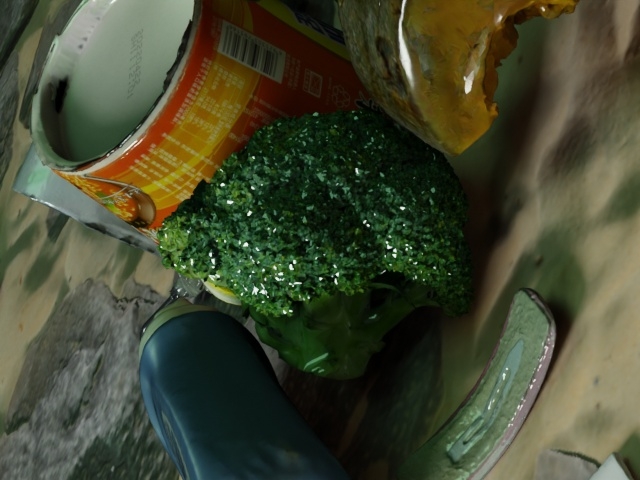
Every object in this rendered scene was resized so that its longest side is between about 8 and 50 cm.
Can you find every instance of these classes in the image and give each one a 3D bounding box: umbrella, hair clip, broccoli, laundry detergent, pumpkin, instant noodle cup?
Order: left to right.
[{"bbox_3d":[-0.075,-0.084,1.253,0.213,0.174,0.213,-28,47,35],"label":"instant noodle cup"},{"bbox_3d":[-0.061,-0.016,1.363,0.269,0.044,0.044,-50,58,26],"label":"umbrella"},{"bbox_3d":[-0.044,0.121,1.117,0.094,0.143,0.290,-27,28,-3],"label":"laundry detergent"},{"bbox_3d":[0.000,0.000,1.106,0.195,0.195,0.156,-134,51,-62],"label":"broccoli"},{"bbox_3d":[0.087,0.089,1.018,0.137,0.022,0.054,-59,28,14],"label":"hair clip"},{"bbox_3d":[0.109,-0.168,1.028,0.248,0.126,0.131,-41,20,10],"label":"pumpkin"}]

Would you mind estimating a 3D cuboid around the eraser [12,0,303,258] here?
[{"bbox_3d":[-0.116,-0.108,1.399,0.081,0.174,0.227,21,86,36],"label":"eraser"}]

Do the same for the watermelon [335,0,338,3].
[{"bbox_3d":[0.053,-0.311,1.244,0.331,0.189,0.331,-43,29,32],"label":"watermelon"}]

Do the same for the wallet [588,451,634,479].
[{"bbox_3d":[0.126,0.144,0.912,0.083,0.011,0.044,-55,28,19],"label":"wallet"}]
